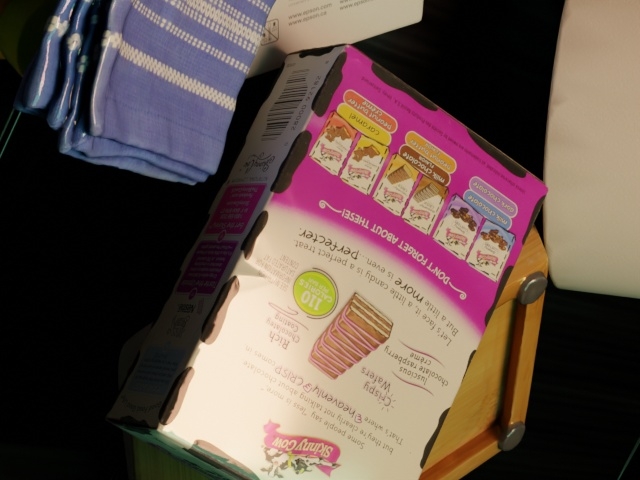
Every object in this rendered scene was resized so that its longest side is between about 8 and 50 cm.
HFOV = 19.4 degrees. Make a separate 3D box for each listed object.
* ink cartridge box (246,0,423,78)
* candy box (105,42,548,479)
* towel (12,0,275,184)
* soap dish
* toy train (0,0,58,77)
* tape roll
[{"bbox_3d":[-0.028,-0.199,1.015,0.223,0.045,0.224,-22,130,-36],"label":"ink cartridge box"},{"bbox_3d":[0.007,0.033,1.030,0.159,0.071,0.233,33,73,-26],"label":"candy box"},{"bbox_3d":[-0.024,-0.185,0.868,0.336,0.040,0.243,-66,167,2],"label":"towel"},{"bbox_3d":[0.015,0.097,1.193,0.291,0.118,0.229,-30,145,-26],"label":"soap dish"},{"bbox_3d":[-0.153,-0.107,0.874,0.105,0.143,0.248,-13,126,-40],"label":"toy train"},{"bbox_3d":[0.250,-0.079,1.209,0.246,0.169,0.246,6,90,-73],"label":"tape roll"}]
